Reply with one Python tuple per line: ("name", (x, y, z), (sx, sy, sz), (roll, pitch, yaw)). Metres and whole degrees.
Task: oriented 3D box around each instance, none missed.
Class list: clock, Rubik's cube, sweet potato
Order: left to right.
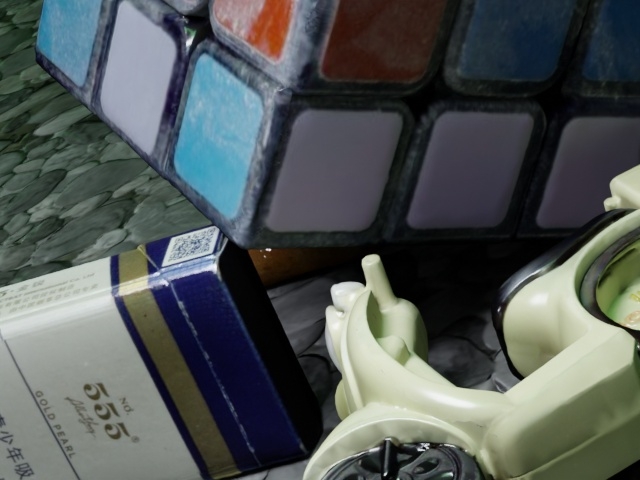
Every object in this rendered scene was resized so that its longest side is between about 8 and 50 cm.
("sweet potato", (0.000, 0.000, 1.558), (0.195, 0.056, 0.056), (-11, 26, 15))
("Rubik's cube", (0.043, -0.214, 1.390), (0.362, 0.359, 0.363), (-2, 30, -39))
("clock", (0.141, 0.072, 1.212), (0.379, 0.120, 0.276), (-23, 27, -11))

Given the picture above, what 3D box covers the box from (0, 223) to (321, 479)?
("box", (-0.147, 0.098, 1.342), (0.259, 0.168, 0.071), (-16, 26, 15))
